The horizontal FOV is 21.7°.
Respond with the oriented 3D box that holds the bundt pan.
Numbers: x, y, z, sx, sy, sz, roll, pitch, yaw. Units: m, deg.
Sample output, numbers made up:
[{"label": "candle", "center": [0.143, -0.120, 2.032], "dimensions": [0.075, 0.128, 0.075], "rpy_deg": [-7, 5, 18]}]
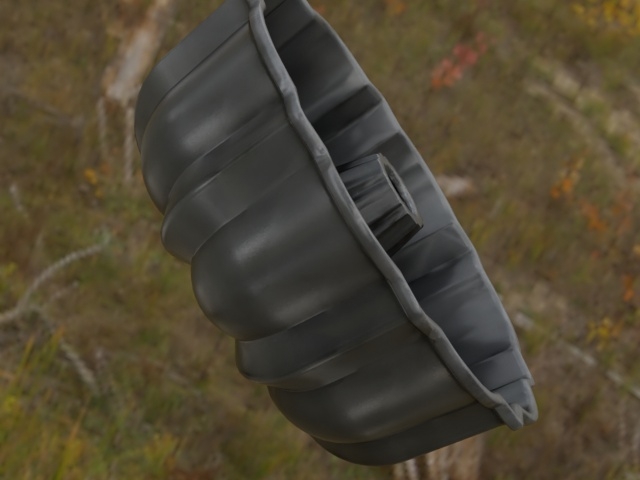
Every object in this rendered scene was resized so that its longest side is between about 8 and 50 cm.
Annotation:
[{"label": "bundt pan", "center": [0.000, 0.000, 1.033], "dimensions": [0.331, 0.124, 0.331], "rpy_deg": [54, 12, -18]}]
